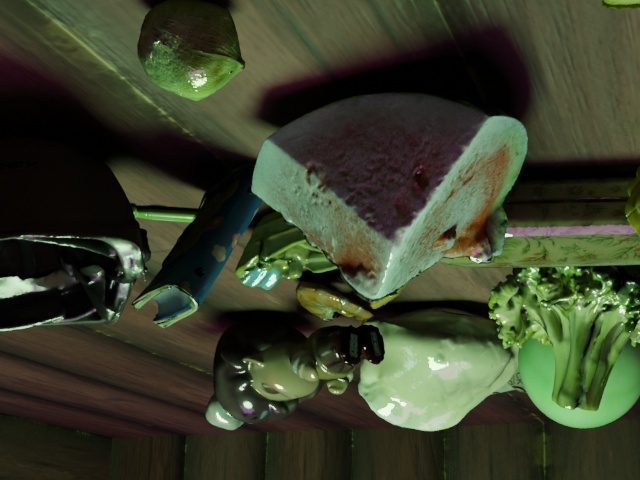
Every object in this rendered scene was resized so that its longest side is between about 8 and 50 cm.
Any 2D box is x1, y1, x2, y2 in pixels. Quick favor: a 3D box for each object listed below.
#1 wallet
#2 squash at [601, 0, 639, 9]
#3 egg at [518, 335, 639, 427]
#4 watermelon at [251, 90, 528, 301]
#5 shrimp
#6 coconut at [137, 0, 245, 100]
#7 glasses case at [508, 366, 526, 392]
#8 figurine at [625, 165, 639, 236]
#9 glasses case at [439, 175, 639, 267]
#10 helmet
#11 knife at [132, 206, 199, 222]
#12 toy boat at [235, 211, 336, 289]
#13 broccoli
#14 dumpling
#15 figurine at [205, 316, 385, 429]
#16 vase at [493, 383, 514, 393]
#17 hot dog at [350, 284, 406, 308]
[{"bbox_3d":[-0.138,0.006,1.171,0.059,0.202,0.141,40,146,-17],"label":"wallet"},{"bbox_3d":[0.208,-0.210,0.698,0.200,0.075,0.090,9,-174,-19],"label":"squash"},{"bbox_3d":[0.457,0.211,1.682,0.220,0.220,0.269,-3,143,13],"label":"egg"},{"bbox_3d":[0.103,-0.040,0.990,0.320,0.213,0.289,22,153,-21],"label":"watermelon"},{"bbox_3d":[0.033,0.111,1.669,0.133,0.053,0.236,7,166,14],"label":"shrimp"},{"bbox_3d":[-0.109,-0.166,0.837,0.096,0.087,0.088,14,158,-20],"label":"coconut"},{"bbox_3d":[0.520,0.218,1.845,0.355,0.137,0.085,-7,161,21],"label":"glasses case"},{"bbox_3d":[0.421,-0.114,0.906,0.187,0.168,0.315,10,153,7],"label":"figurine"},{"bbox_3d":[0.335,-0.021,1.210,0.425,0.098,0.156,-1,159,8],"label":"glasses case"},{"bbox_3d":[-0.338,-0.018,1.109,0.271,0.197,0.338,-3,156,-14],"label":"helmet"},{"bbox_3d":[-0.219,-0.032,1.338,0.212,0.015,0.054,3,162,-6],"label":"knife"},{"bbox_3d":[-0.001,-0.005,1.313,0.276,0.084,0.111,-20,149,40],"label":"toy boat"},{"bbox_3d":[0.384,0.126,1.415,0.263,0.243,0.247,11,173,-12],"label":"broccoli"},{"bbox_3d":[0.226,0.244,1.791,0.318,0.242,0.187,8,-177,-3],"label":"dumpling"},{"bbox_3d":[-0.042,0.249,1.810,0.365,0.206,0.218,-3,-170,43],"label":"figurine"},{"bbox_3d":[0.305,0.262,1.981,0.360,0.165,0.165,1,162,-9],"label":"vase"},{"bbox_3d":[0.103,0.065,1.558,0.066,0.047,0.215,39,158,4],"label":"hot dog"}]
